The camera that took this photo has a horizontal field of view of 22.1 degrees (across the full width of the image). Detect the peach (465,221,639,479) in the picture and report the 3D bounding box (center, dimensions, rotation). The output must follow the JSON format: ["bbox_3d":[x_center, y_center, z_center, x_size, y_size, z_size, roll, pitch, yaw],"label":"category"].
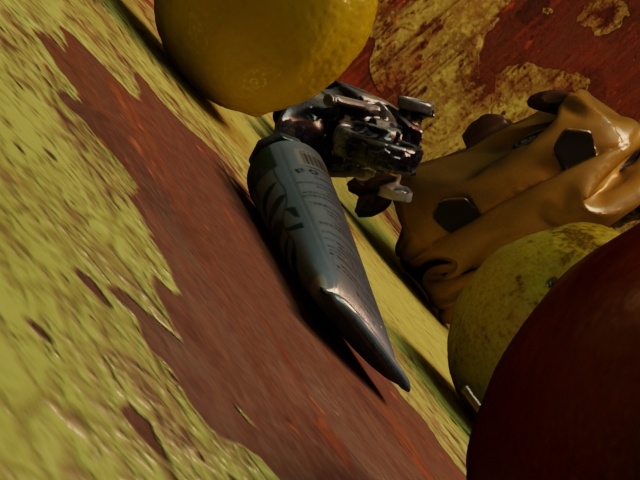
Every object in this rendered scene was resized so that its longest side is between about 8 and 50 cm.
[{"bbox_3d":[0.180,0.114,0.659,0.281,0.238,0.281,176,-90,-90],"label":"peach"}]

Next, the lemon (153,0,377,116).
[{"bbox_3d":[-0.043,-0.201,1.365,0.178,0.203,0.178,42,23,-22],"label":"lemon"}]

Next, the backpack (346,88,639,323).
[{"bbox_3d":[0.228,-0.054,1.920,0.201,0.353,0.378,64,4,-1],"label":"backpack"}]

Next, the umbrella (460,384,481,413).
[{"bbox_3d":[0.152,0.174,1.188,0.165,0.025,0.027,52,-14,9],"label":"umbrella"}]

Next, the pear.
[{"bbox_3d":[0.201,0.093,1.295,0.197,0.197,0.197,48,5,-5],"label":"pear"}]

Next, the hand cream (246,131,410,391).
[{"bbox_3d":[0.000,0.000,1.028,0.088,0.055,0.256,55,3,-31],"label":"hand cream"}]

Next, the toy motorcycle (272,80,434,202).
[{"bbox_3d":[0.028,-0.116,1.751,0.173,0.108,0.307,15,9,2],"label":"toy motorcycle"}]
